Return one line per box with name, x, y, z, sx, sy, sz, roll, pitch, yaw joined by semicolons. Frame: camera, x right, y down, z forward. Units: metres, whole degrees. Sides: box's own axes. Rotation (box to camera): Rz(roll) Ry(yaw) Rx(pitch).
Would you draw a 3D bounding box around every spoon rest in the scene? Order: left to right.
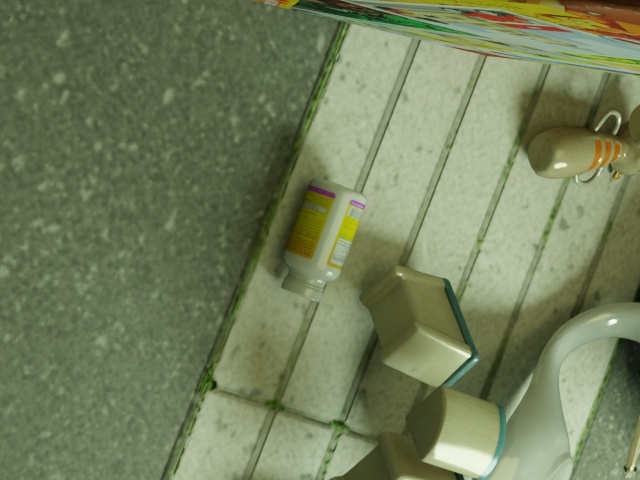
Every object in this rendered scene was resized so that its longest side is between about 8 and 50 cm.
spoon rest;0.185;0.142;1.256;0.276;0.084;0.137;-41;151;-30

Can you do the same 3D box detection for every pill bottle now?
pill bottle;0.000;0.000;1.121;0.043;0.043;0.083;21;89;-38

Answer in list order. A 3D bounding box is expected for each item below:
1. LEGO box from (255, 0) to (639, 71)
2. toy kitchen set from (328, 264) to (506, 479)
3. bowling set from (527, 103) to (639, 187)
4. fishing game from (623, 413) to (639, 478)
LEGO box;0.146;-0.204;0.890;0.372;0.500;0.193;7;96;-37
toy kitchen set;0.051;0.151;1.189;0.122;0.166;0.207;23;124;-37
bowling set;0.298;-0.130;1.184;0.154;0.200;0.287;-6;126;-36
fishing game;0.348;0.101;1.357;0.264;0.041;0.189;-32;142;-42
